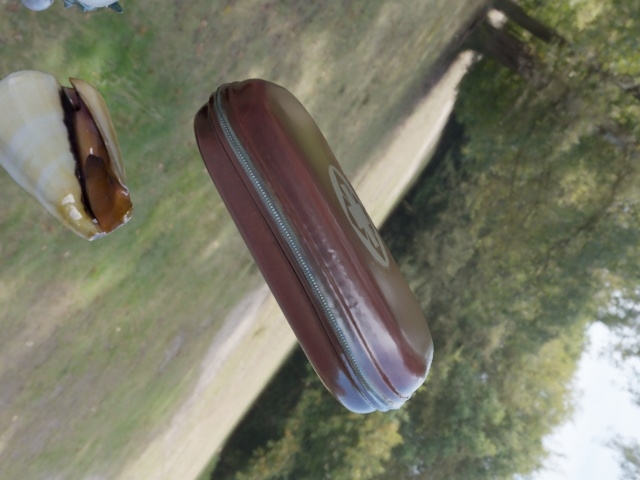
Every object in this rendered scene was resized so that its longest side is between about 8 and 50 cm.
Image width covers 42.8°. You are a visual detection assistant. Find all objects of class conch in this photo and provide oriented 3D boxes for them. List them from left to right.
[{"bbox_3d":[-0.339,-0.109,1.060,0.158,0.255,0.127,-25,174,-17],"label":"conch"}]

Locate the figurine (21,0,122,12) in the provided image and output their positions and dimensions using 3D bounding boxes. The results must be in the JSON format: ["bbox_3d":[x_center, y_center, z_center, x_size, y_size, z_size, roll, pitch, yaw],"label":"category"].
[{"bbox_3d":[-0.377,-0.457,1.140,0.261,0.186,0.382,-62,156,-2],"label":"figurine"}]

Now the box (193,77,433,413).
[{"bbox_3d":[0.000,0.000,0.924,0.108,0.403,0.263,-29,180,12],"label":"box"}]
